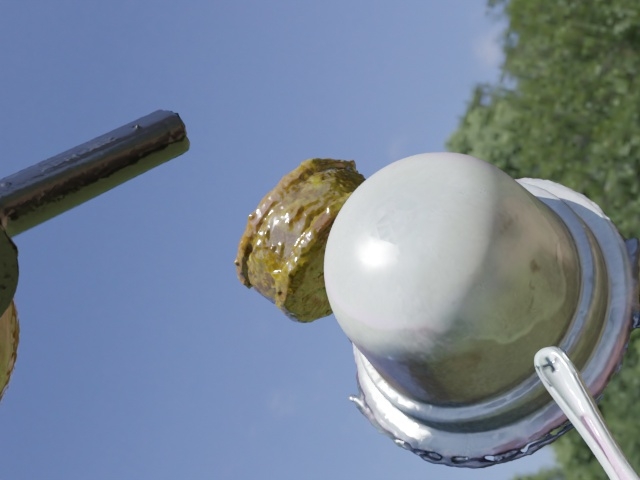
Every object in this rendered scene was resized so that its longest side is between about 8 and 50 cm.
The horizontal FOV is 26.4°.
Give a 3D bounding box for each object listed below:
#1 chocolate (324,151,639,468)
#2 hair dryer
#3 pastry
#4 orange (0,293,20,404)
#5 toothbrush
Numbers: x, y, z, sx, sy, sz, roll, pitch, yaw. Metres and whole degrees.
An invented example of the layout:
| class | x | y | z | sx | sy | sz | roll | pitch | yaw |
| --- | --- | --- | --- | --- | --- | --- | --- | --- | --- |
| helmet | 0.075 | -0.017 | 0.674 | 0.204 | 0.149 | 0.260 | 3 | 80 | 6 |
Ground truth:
| class | x | y | z | sx | sy | sz | roll | pitch | yaw |
| --- | --- | --- | --- | --- | --- | --- | --- | --- | --- |
| chocolate | 0.073 | 0.016 | 0.833 | 0.147 | 0.221 | 0.221 | 45 | -121 | -40 |
| hair dryer | -0.209 | -0.032 | 0.992 | 0.251 | 0.197 | 0.089 | -25 | -65 | -21 |
| pastry | 0.000 | 0.000 | 1.479 | 0.189 | 0.103 | 0.188 | -38 | -27 | -24 |
| orange | -0.425 | 0.114 | 1.382 | 0.334 | 0.196 | 0.262 | -54 | -35 | -47 |
| toothbrush | 0.140 | 0.121 | 0.562 | 0.017 | 0.204 | 0.022 | -29 | -36 | 0 |
